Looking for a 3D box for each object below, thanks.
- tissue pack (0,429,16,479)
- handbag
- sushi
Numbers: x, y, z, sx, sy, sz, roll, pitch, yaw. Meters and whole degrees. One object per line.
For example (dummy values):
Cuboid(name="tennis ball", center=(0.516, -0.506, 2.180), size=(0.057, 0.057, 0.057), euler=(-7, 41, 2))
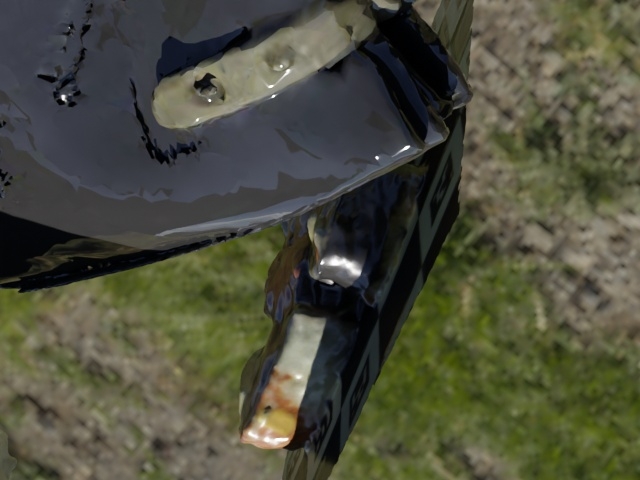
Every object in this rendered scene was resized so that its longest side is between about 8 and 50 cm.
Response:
Cuboid(name="tissue pack", center=(-0.250, 0.237, 0.688), size=(0.194, 0.356, 0.266), euler=(66, 168, -12))
Cuboid(name="handbag", center=(-0.116, -0.125, 0.570), size=(0.288, 0.152, 0.342), euler=(1, 134, 41))
Cuboid(name="sushi", center=(0.000, 0.000, 1.033), size=(0.069, 0.320, 0.339), euler=(18, 129, -6))
